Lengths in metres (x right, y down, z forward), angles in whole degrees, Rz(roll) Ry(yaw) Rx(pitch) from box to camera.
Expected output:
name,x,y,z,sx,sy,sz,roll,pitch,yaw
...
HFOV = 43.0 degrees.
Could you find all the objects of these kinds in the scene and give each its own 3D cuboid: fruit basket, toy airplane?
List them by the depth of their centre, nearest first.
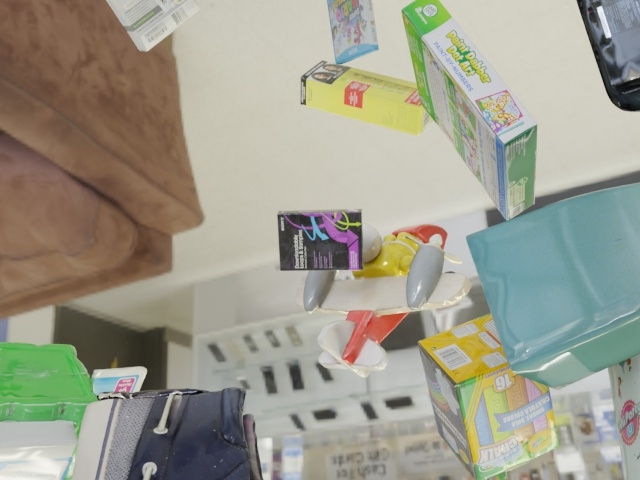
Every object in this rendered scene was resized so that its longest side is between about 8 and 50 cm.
name,x,y,z,sx,sy,sz,roll,pitch,yaw
fruit basket,-0.374,0.279,0.845,0.327,0.353,0.165,10,-162,-40
toy airplane,0.110,0.097,1.724,0.386,0.384,0.272,-26,109,8

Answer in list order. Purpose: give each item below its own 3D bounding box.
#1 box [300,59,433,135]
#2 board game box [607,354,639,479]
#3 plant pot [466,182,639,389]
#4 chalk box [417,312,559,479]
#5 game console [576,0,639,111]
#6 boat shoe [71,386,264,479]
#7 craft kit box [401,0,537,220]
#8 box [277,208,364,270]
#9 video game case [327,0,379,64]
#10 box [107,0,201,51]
name,x,y,z,sx,sy,sz,roll,pitch,yaw
box,0.084,-0.250,1.411,0.232,0.087,0.058,20,131,23
board game box,0.508,0.260,1.040,0.224,0.303,0.097,6,143,0
plant pot,0.319,0.040,0.897,0.234,0.165,0.166,-26,152,24
chalk box,0.236,0.232,1.124,0.132,0.132,0.213,-21,115,-10
game console,0.296,-0.310,0.864,0.213,0.361,0.044,-18,173,23
boat shoe,-0.128,0.263,0.679,0.158,0.340,0.127,-9,136,3
craft kit box,0.208,-0.178,1.126,0.061,0.246,0.250,-34,156,-1
box,0.000,0.000,1.545,0.162,0.116,0.029,-1,-165,6
video game case,0.048,-0.383,1.334,0.015,0.166,0.119,-11,-175,-29
box,-0.330,-0.472,1.519,0.038,0.145,0.186,20,149,50
